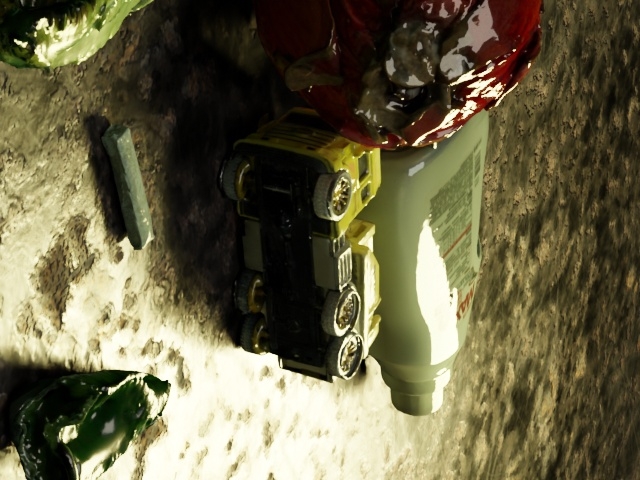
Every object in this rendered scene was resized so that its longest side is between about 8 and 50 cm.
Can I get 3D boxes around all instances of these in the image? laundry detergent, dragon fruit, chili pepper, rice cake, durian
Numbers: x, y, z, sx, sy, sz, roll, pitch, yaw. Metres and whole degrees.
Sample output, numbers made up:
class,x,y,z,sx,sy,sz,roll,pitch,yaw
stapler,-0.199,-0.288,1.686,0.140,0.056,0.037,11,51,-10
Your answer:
class,x,y,z,sx,sy,sz,roll,pitch,yaw
laundry detergent,0.113,0.017,1.997,0.264,0.125,0.397,-51,146,-46
dragon fruit,0.069,-0.227,1.610,0.342,0.278,0.277,-116,-153,-67
chili pepper,-0.186,0.153,1.499,0.216,0.062,0.108,-7,114,-64
rice cake,-0.162,-0.044,1.503,0.022,0.022,0.121,-48,140,-40
durian,-0.182,-0.194,1.267,0.132,0.107,0.375,-62,172,28

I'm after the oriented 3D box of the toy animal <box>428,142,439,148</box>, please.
class,x,y,z,sx,sy,sz,roll,pitch,yaw
toy animal,0.071,-0.167,1.814,0.094,0.121,0.225,62,42,-55

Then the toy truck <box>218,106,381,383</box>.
class,x,y,z,sx,sy,sz,roll,pitch,yaw
toy truck,0.000,0.000,1.743,0.157,0.124,0.272,-47,142,-47
